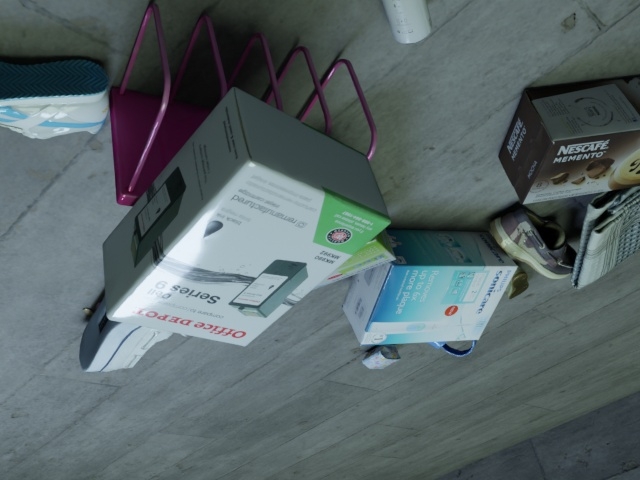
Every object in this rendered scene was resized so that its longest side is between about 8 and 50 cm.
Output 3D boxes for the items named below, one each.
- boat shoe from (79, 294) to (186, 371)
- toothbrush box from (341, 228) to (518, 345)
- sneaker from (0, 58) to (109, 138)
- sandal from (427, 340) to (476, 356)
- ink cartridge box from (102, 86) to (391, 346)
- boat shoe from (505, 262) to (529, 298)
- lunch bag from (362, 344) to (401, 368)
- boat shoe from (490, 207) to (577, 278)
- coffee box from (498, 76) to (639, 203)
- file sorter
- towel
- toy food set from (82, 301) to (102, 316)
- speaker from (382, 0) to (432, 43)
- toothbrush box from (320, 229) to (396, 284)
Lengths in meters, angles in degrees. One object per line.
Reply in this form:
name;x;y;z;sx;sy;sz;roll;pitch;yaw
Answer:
boat shoe;-0.324;0.146;1.276;0.156;0.136;0.367;11;133;-37
toothbrush box;0.222;0.097;1.385;0.295;0.126;0.216;1;127;-24
sneaker;-0.386;-0.172;0.840;0.229;0.087;0.092;-1;147;-16
sandal;0.265;0.194;1.575;0.317;0.138;0.126;12;133;-32
ink cartridge box;-0.096;-0.007;0.792;0.211;0.121;0.289;20;130;-38
boat shoe;0.465;0.096;1.604;0.056;0.048;0.153;-31;152;2
lunch bag;0.162;0.312;1.791;0.083;0.053;0.071;7;144;-44
boat shoe;0.478;0.005;1.415;0.285;0.103;0.092;23;137;-35
coffee box;0.479;-0.174;1.132;0.297;0.119;0.168;-8;147;-9
file sorter;-0.102;-0.158;0.867;0.291;0.202;0.182;8;138;-30
towel;0.663;-0.051;1.368;0.312;0.056;0.324;-31;146;-6
toy food set;-0.411;0.138;1.346;0.122;0.019;0.078;-20;146;8
speaker;0.102;-0.315;0.839;0.055;0.055;0.136;-21;146;10
toothbrush box;0.000;0.000;1.125;0.206;0.122;0.283;-21;170;8
